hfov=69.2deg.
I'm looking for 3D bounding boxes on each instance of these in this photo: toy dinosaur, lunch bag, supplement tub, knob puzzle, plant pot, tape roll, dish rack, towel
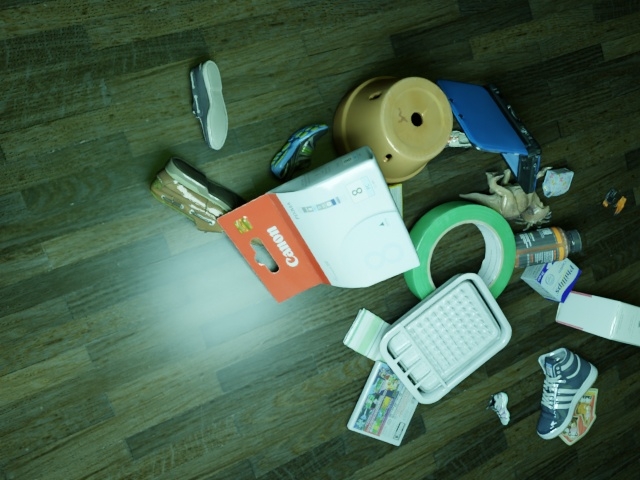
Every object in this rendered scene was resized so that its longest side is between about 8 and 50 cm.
[{"bbox_3d":[0.572,-0.108,1.376,0.295,0.127,0.200,-11,103,-12],"label":"toy dinosaur"},{"bbox_3d":[0.743,-0.181,1.460,0.071,0.053,0.083,-11,121,-18],"label":"lunch bag"},{"bbox_3d":[0.656,0.018,1.374,0.197,0.106,0.106,-10,97,11],"label":"supplement tub"},{"bbox_3d":[0.849,0.587,1.544,0.213,0.030,0.213,-1,93,-19],"label":"knob puzzle"},{"bbox_3d":[0.202,-0.293,1.197,0.290,0.203,0.291,-1,93,-19],"label":"plant pot"},{"bbox_3d":[0.392,0.052,1.312,0.321,0.077,0.321,-4,104,-16],"label":"tape roll"},{"bbox_3d":[0.336,0.261,1.273,0.333,0.072,0.285,-38,112,0],"label":"dish rack"},{"bbox_3d":[0.148,0.272,1.303,0.152,0.023,0.113,32,85,-19],"label":"towel"}]

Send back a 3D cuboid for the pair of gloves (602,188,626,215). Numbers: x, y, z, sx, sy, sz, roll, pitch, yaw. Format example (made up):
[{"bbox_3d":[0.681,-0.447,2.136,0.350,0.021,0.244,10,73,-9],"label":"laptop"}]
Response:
[{"bbox_3d":[0.993,-0.130,1.568,0.083,0.010,0.074,36,83,-14],"label":"pair of gloves"}]

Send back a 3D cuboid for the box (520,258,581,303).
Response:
[{"bbox_3d":[0.725,0.106,1.458,0.137,0.072,0.126,36,82,-17],"label":"box"}]

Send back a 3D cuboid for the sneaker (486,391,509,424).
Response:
[{"bbox_3d":[0.545,0.524,1.438,0.069,0.038,0.098,-3,84,-17],"label":"sneaker"}]

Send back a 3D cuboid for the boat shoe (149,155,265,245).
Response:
[{"bbox_3d":[-0.258,-0.073,1.116,0.307,0.111,0.104,38,107,-22],"label":"boat shoe"}]

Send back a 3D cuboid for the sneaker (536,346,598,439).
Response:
[{"bbox_3d":[0.734,0.471,1.463,0.153,0.099,0.282,39,83,-9],"label":"sneaker"}]

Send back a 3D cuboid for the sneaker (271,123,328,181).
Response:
[{"bbox_3d":[-0.049,-0.229,1.197,0.188,0.067,0.078,-50,127,-12],"label":"sneaker"}]

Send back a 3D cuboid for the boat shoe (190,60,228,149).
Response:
[{"bbox_3d":[-0.275,-0.323,1.123,0.065,0.075,0.206,0,100,24],"label":"boat shoe"}]

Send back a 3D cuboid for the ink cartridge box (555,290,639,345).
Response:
[{"bbox_3d":[0.938,0.255,1.464,0.283,0.207,0.117,15,89,-19],"label":"ink cartridge box"}]

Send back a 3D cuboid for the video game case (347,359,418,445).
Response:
[{"bbox_3d":[0.191,0.462,1.314,0.183,0.023,0.201,28,84,-24],"label":"video game case"}]

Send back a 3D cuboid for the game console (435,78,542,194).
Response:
[{"bbox_3d":[0.435,-0.276,1.231,0.173,0.293,0.250,-17,142,6],"label":"game console"}]

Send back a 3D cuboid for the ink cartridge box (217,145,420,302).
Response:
[{"bbox_3d":[0.000,0.000,1.078,0.385,0.091,0.308,-25,123,9],"label":"ink cartridge box"}]

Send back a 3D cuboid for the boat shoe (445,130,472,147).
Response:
[{"bbox_3d":[0.392,-0.293,1.344,0.137,0.043,0.049,3,94,-17],"label":"boat shoe"}]

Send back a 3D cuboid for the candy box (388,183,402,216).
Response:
[{"bbox_3d":[0.180,-0.044,1.257,0.105,0.027,0.206,-18,112,-36],"label":"candy box"}]
